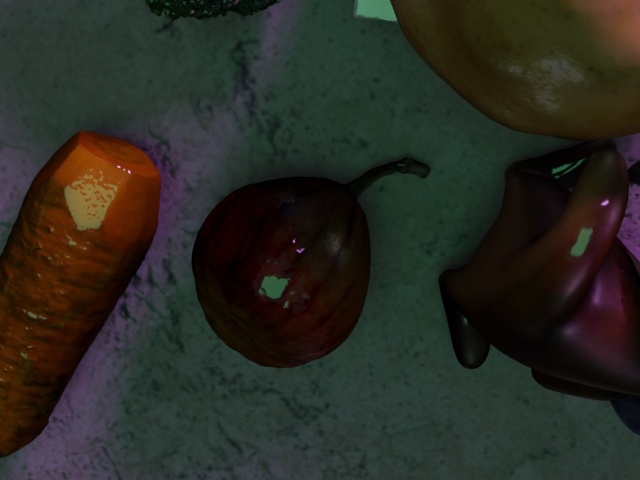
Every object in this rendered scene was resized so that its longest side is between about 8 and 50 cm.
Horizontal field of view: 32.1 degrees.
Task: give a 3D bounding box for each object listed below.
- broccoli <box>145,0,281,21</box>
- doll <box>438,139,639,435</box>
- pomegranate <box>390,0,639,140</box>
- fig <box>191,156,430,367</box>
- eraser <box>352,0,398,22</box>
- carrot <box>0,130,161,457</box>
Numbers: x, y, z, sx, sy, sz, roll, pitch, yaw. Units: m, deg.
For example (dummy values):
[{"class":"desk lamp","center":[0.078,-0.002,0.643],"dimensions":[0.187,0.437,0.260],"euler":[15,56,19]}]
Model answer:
[{"class":"broccoli","center":[-0.092,-0.253,0.828],"dimensions":[0.156,0.195,0.195],"euler":[5,108,26]},{"class":"doll","center":[0.278,0.043,0.864],"dimensions":[0.340,0.209,0.318],"euler":[23,140,2]},{"class":"pomegranate","center":[0.196,-0.224,0.712],"dimensions":[0.332,0.332,0.332],"euler":[2,106,6]},{"class":"fig","center":[-0.025,0.006,0.900],"dimensions":[0.148,0.149,0.202],"euler":[20,94,19]},{"class":"eraser","center":[0.061,-0.275,0.836],"dimensions":[0.046,0.092,0.212],"euler":[9,108,3]},{"class":"carrot","center":[-0.232,0.050,0.954],"dimensions":[0.114,0.114,0.302],"euler":[29,110,-2]}]
